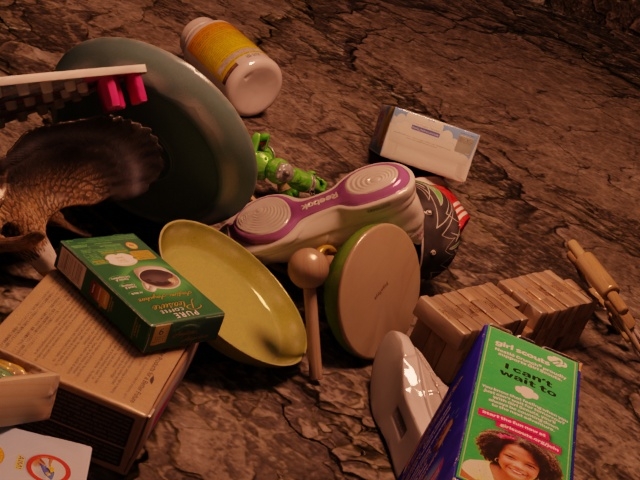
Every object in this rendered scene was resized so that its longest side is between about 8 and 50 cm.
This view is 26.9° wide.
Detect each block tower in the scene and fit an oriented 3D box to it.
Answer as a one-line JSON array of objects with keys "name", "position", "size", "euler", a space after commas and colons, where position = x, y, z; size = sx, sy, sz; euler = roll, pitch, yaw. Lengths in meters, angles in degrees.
[{"name": "block tower", "position": [0.257, 0.119, 1.904], "size": [0.335, 0.097, 0.091], "euler": [-6, 37, -47]}]

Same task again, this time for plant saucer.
[{"name": "plant saucer", "position": [-0.118, 0.075, 1.692], "size": [0.241, 0.037, 0.241], "euler": [37, 22, -18]}, {"name": "plant saucer", "position": [-0.236, -0.130, 1.805], "size": [0.318, 0.317, 0.043], "euler": [25, 49, 9]}]

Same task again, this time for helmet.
[{"name": "helmet", "position": [0.127, -0.013, 1.985], "size": [0.162, 0.169, 0.169], "euler": [7, 23, 10]}]

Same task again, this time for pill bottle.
[{"name": "pill bottle", "position": [-0.169, -0.321, 2.420], "size": [0.117, 0.117, 0.215], "euler": [-2, 34, -39]}]

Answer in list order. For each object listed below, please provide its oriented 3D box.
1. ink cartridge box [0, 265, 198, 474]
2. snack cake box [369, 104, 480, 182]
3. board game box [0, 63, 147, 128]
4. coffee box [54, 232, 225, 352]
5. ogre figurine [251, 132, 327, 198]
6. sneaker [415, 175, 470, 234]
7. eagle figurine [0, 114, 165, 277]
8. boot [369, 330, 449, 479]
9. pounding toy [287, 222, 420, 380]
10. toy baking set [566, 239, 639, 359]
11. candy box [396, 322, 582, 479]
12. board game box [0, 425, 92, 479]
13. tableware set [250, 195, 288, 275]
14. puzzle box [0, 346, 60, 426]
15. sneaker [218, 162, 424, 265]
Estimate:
[{"name": "ink cartridge box", "position": [-0.255, 0.135, 1.484], "size": [0.193, 0.088, 0.234], "euler": [23, 24, 2]}, {"name": "snack cake box", "position": [0.176, -0.170, 2.323], "size": [0.152, 0.089, 0.264], "euler": [17, 5, -4]}, {"name": "board game box", "position": [-0.469, -0.133, 1.634], "size": [0.390, 0.050, 0.390], "euler": [-13, 2, 38]}, {"name": "coffee box", "position": [-0.209, 0.057, 1.528], "size": [0.184, 0.040, 0.113], "euler": [37, 28, 33]}, {"name": "ogre figurine", "position": [-0.097, -0.119, 2.081], "size": [0.197, 0.097, 0.118], "euler": [41, 5, 17]}, {"name": "sneaker", "position": [0.157, -0.045, 2.161], "size": [0.221, 0.087, 0.128], "euler": [-11, 43, -38]}, {"name": "eagle figurine", "position": [-0.361, -0.044, 1.661], "size": [0.226, 0.225, 0.298], "euler": [16, 35, 14]}, {"name": "boot", "position": [0.143, 0.219, 1.638], "size": [0.123, 0.095, 0.258], "euler": [17, 33, -21]}, {"name": "pounding toy", "position": [0.023, 0.068, 1.778], "size": [0.110, 0.183, 0.237], "euler": [9, 17, 38]}, {"name": "toy baking set", "position": [0.451, 0.109, 2.015], "size": [0.197, 0.030, 0.256], "euler": [51, 6, -40]}, {"name": "candy box", "position": [0.142, 0.270, 1.310], "size": [0.122, 0.268, 0.317], "euler": [25, 25, 0]}, {"name": "board game box", "position": [-0.368, 0.263, 1.149], "size": [0.302, 0.086, 0.308], "euler": [16, 26, -10]}, {"name": "tableware set", "position": [-0.058, -0.011, 1.980], "size": [0.128, 0.039, 0.194], "euler": [9, 28, -23]}, {"name": "puzzle box", "position": [-0.490, 0.088, 1.282], "size": [0.409, 0.052, 0.272], "euler": [20, 8, 25]}, {"name": "sneaker", "position": [0.000, 0.000, 1.857], "size": [0.305, 0.152, 0.114], "euler": [-15, 41, 12]}]
